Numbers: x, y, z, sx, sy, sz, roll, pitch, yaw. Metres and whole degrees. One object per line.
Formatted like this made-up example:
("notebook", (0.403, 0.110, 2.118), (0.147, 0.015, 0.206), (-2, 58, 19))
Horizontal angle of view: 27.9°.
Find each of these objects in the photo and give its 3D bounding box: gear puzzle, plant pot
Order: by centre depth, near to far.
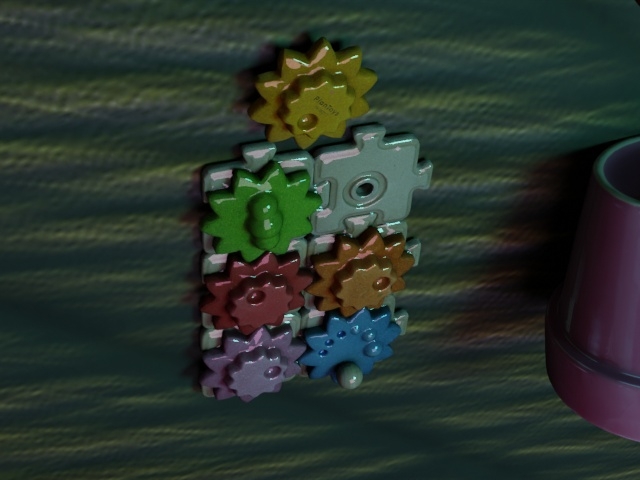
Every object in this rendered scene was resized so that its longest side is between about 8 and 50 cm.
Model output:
("gear puzzle", (0.000, 0.000, 0.920), (0.175, 0.044, 0.339), (-10, 136, -15))
("plant pot", (0.270, 0.025, 0.976), (0.201, 0.201, 0.180), (-13, 120, -12))

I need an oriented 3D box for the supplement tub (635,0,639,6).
("supplement tub", (0.197, -0.187, 0.711), (0.106, 0.198, 0.106), (-12, 135, -12))
